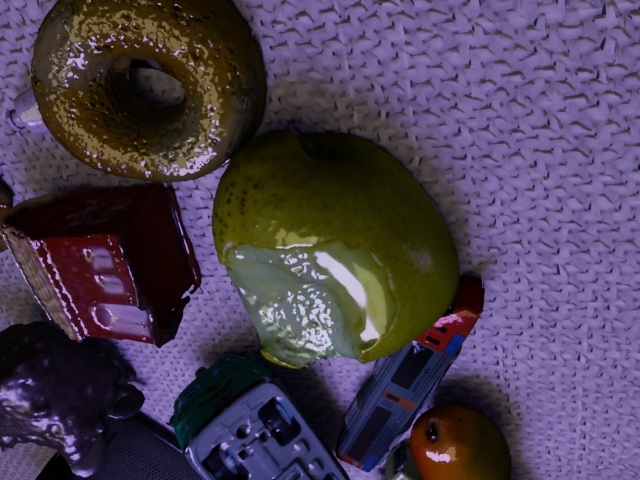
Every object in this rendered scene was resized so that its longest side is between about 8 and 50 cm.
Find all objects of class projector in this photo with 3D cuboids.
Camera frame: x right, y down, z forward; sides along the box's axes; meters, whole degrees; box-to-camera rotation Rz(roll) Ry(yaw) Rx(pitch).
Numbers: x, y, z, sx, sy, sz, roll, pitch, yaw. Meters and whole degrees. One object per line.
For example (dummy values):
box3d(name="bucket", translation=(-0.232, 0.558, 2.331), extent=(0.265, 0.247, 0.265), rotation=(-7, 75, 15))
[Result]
box3d(name="projector", translation=(-0.407, 0.612, 1.155), extent=(0.405, 0.242, 0.395), rotation=(42, 124, -15))

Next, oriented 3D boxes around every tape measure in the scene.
box3d(name="tape measure", translation=(0.177, 0.480, 0.972), extent=(0.200, 0.106, 0.175), rotation=(34, 113, -10))

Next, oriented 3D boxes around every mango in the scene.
box3d(name="mango", translation=(0.232, 0.364, 0.855), extent=(0.146, 0.129, 0.289), rotation=(-20, 120, 7))

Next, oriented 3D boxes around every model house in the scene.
box3d(name="model house", translation=(-0.329, 0.032, 0.779), extent=(0.254, 0.160, 0.195), rotation=(2, 124, 18))

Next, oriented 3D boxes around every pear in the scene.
box3d(name="pear", translation=(0.000, 0.000, 0.648), extent=(0.287, 0.176, 0.281), rotation=(-12, 118, 22))

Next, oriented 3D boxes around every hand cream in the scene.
box3d(name="hand cream", translation=(-0.349, -0.180, 0.710), extent=(0.142, 0.053, 0.084), rotation=(-18, 119, 9))

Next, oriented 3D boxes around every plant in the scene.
box3d(name="plant", translation=(-0.469, 0.280, 0.947), extent=(0.189, 0.198, 0.276), rotation=(-18, 127, 24))

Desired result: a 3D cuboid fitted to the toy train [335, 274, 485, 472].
box3d(name="toy train", translation=(0.120, 0.206, 0.807), extent=(0.089, 0.086, 0.409), rotation=(23, 128, 3))

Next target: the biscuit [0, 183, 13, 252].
box3d(name="biscuit", translation=(-0.649, -0.100, 0.835), extent=(0.330, 0.078, 0.334), rotation=(2, 127, 11))

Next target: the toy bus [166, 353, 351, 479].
box3d(name="toy bus", translation=(-0.099, 0.353, 0.901), extent=(0.199, 0.184, 0.343), rotation=(22, 145, 59))

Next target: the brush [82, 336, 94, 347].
box3d(name="brush", translation=(-0.488, 0.235, 1.049), extent=(0.033, 0.030, 0.178), rotation=(31, 127, -18))

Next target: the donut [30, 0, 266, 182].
box3d(name="donut", translation=(-0.200, -0.176, 0.615), extent=(0.272, 0.107, 0.271), rotation=(4, 125, 5))
